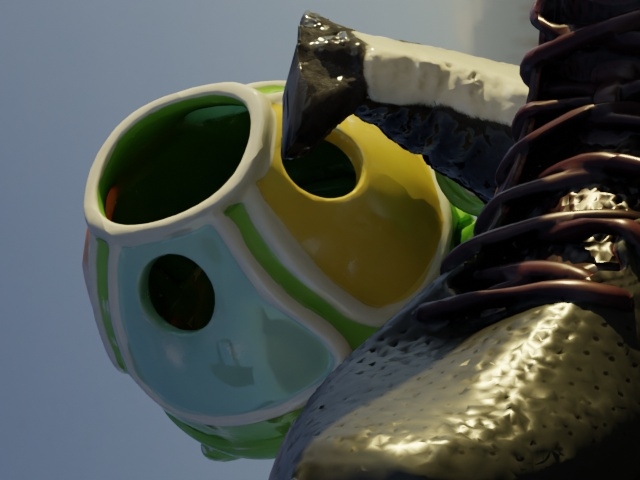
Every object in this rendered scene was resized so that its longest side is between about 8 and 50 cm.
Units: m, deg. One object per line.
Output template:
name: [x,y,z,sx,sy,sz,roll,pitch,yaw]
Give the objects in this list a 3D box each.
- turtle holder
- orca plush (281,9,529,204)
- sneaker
turtle holder: [-0.013,0.014,1.103,0.227,0.320,0.243,50,-117,-42]
orca plush: [0.117,-0.008,0.721,0.151,0.287,0.102,-124,46,-62]
sneaker: [0.065,-0.026,0.452,0.281,0.106,0.162,-30,-61,-58]
